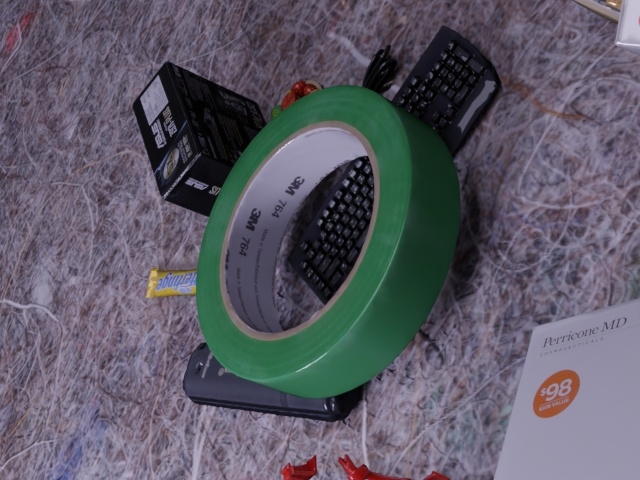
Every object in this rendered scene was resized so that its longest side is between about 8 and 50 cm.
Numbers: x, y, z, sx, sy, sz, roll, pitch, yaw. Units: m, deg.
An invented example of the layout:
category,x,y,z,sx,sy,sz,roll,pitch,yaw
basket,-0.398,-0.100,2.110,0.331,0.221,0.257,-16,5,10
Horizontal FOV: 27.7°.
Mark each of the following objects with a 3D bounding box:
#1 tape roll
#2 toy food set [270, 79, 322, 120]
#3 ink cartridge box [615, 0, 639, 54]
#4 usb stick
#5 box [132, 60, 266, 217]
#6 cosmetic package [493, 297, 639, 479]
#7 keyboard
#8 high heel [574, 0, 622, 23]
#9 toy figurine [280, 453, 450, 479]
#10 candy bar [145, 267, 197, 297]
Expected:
category,x,y,z,sx,sy,sz,roll,pitch,yaw
tape roll,0.000,0.000,1.343,0.321,0.077,0.321,-27,52,40
toy food set,-0.026,-0.153,1.550,0.083,0.020,0.083,-55,41,17
ink cartridge box,0.352,-0.210,0.993,0.217,0.092,0.159,13,98,33
usb stick,-0.059,0.152,1.427,0.278,0.045,0.077,-2,73,50
box,-0.130,-0.110,1.552,0.077,0.147,0.180,-47,44,25
cosmetic package,0.290,0.154,0.900,0.377,0.097,0.284,-22,34,43
keyboard,0.058,-0.096,1.417,0.317,0.033,0.201,-56,40,15
high heel,0.321,-0.266,1.122,0.261,0.093,0.186,29,102,36
toy figurine,0.015,0.396,1.196,0.217,0.191,0.363,123,145,-66
candy bar,-0.169,0.051,1.628,0.161,0.018,0.040,-5,70,50
